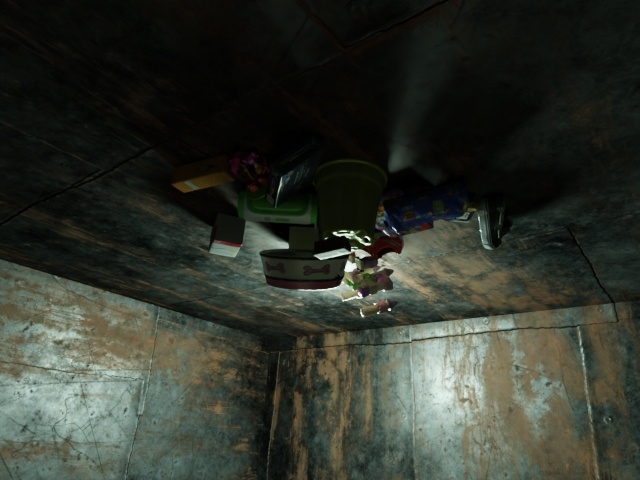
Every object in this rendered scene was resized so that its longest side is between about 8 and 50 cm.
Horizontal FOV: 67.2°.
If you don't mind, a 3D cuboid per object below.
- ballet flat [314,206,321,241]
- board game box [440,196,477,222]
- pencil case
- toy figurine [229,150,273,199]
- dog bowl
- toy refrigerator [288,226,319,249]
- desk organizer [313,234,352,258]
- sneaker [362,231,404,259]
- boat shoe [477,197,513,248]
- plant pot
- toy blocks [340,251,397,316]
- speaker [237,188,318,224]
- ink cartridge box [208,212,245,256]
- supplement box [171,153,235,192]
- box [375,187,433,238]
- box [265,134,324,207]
[{"bbox_3d":[0.008,-0.069,1.975,0.096,0.095,0.280,26,142,28],"label":"ballet flat"},{"bbox_3d":[0.500,-0.122,1.850,0.170,0.048,0.141,6,159,5],"label":"board game box"},{"bbox_3d":[0.374,-0.115,1.721,0.306,0.133,0.119,-15,-175,5],"label":"pencil case"},{"bbox_3d":[-0.228,-0.246,1.636,0.173,0.130,0.159,-29,137,15],"label":"toy figurine"},{"bbox_3d":[-0.074,0.127,2.187,0.408,0.150,0.408,1,-175,0],"label":"dog bowl"},{"bbox_3d":[0.000,0.000,2.135,0.270,0.102,0.094,1,170,5],"label":"toy refrigerator"},{"bbox_3d":[0.040,0.022,1.628,0.130,0.050,0.047,-13,151,34],"label":"desk organizer"},{"bbox_3d":[0.233,0.028,2.164,0.279,0.118,0.107,-5,154,18],"label":"sneaker"},{"bbox_3d":[0.696,-0.057,1.900,0.119,0.121,0.335,-3,154,25],"label":"boat shoe"},{"bbox_3d":[0.099,-0.111,1.696,0.276,0.253,0.276,2,156,1],"label":"plant pot"},{"bbox_3d":[0.257,0.170,2.342,0.260,0.308,0.288,-14,-160,-20],"label":"toy blocks"},{"bbox_3d":[-0.159,-0.130,1.838,0.297,0.131,0.131,4,156,0],"label":"speaker"},{"bbox_3d":[-0.416,-0.019,2.133,0.128,0.128,0.176,11,155,-16],"label":"ink cartridge box"},{"bbox_3d":[-0.411,-0.235,1.702,0.234,0.078,0.080,-9,154,27],"label":"supplement box"},{"bbox_3d":[0.298,-0.102,1.931,0.201,0.057,0.293,-15,150,36],"label":"box"},{"bbox_3d":[-0.088,-0.221,1.579,0.059,0.183,0.232,47,156,9],"label":"box"}]
